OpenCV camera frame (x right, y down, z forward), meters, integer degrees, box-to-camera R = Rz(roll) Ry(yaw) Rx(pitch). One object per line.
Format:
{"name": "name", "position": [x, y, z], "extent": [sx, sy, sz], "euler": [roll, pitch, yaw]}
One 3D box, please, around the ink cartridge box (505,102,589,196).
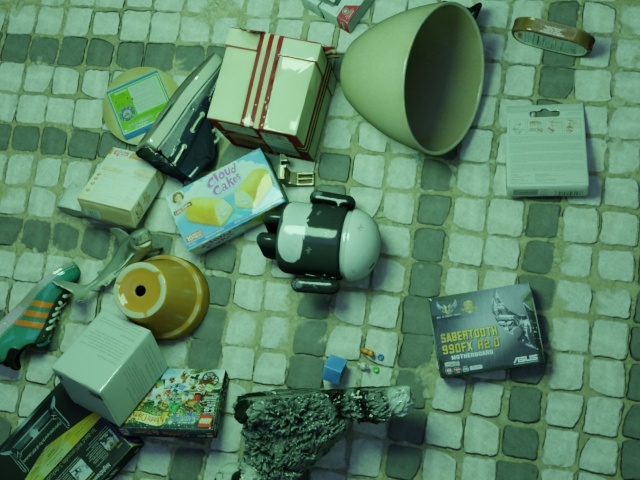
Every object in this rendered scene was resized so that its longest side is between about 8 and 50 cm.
{"name": "ink cartridge box", "position": [0.518, -0.208, 1.868], "extent": [0.181, 0.056, 0.224], "euler": [0, 61, 11]}

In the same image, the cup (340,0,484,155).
{"name": "cup", "position": [0.188, -0.373, 1.841], "extent": [0.237, 0.331, 0.331], "euler": [15, 82, 39]}

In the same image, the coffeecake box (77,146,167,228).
{"name": "coffeecake box", "position": [-0.480, -0.132, 1.979], "extent": [0.142, 0.068, 0.185], "euler": [14, 51, 12]}

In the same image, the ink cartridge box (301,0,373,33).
{"name": "ink cartridge box", "position": [0.040, -0.603, 2.011], "extent": [0.150, 0.063, 0.109], "euler": [34, 88, 14]}

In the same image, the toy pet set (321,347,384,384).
{"name": "toy pet set", "position": [0.069, 0.297, 1.843], "extent": [0.114, 0.065, 0.122], "euler": [19, 84, 13]}

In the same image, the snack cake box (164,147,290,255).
{"name": "snack cake box", "position": [-0.221, -0.091, 1.956], "extent": [0.264, 0.089, 0.152], "euler": [-27, 77, 5]}

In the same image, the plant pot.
{"name": "plant pot", "position": [-0.386, 0.125, 1.897], "extent": [0.205, 0.188, 0.205], "euler": [-2, 79, 10]}

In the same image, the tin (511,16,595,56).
{"name": "tin", "position": [0.535, -0.469, 1.871], "extent": [0.190, 0.106, 0.040], "euler": [19, 84, 14]}

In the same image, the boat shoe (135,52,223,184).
{"name": "boat shoe", "position": [-0.305, -0.295, 2.008], "extent": [0.158, 0.127, 0.340], "euler": [41, 68, -23]}

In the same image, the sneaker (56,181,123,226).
{"name": "sneaker", "position": [-0.555, -0.099, 2.032], "extent": [0.212, 0.080, 0.094], "euler": [15, 71, 14]}

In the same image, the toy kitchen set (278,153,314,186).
{"name": "toy kitchen set", "position": [-0.058, -0.171, 1.941], "extent": [0.075, 0.083, 0.068], "euler": [0, 81, 11]}

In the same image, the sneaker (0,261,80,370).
{"name": "sneaker", "position": [-0.685, 0.188, 1.995], "extent": [0.121, 0.108, 0.302], "euler": [44, 87, -1]}

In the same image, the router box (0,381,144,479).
{"name": "router box", "position": [-0.612, 0.511, 1.926], "extent": [0.243, 0.081, 0.309], "euler": [43, 90, 15]}

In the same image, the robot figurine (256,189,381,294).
{"name": "robot figurine", "position": [0.000, 0.003, 1.858], "extent": [0.278, 0.173, 0.209], "euler": [7, 105, 12]}

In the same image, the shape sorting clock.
{"name": "shape sorting clock", "position": [-0.454, -0.343, 2.069], "extent": [0.206, 0.040, 0.206], "euler": [-1, 79, 4]}

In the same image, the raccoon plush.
{"name": "raccoon plush", "position": [-0.019, 0.474, 1.728], "extent": [0.446, 0.216, 0.299], "euler": [-7, 84, 26]}

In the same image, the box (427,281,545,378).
{"name": "box", "position": [0.368, 0.202, 1.809], "extent": [0.231, 0.056, 0.183], "euler": [-9, 79, 9]}

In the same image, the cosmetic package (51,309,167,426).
{"name": "cosmetic package", "position": [-0.477, 0.290, 1.849], "extent": [0.151, 0.151, 0.183], "euler": [20, 54, 26]}

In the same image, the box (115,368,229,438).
{"name": "box", "position": [-0.340, 0.375, 1.880], "extent": [0.233, 0.044, 0.159], "euler": [-1, 48, 10]}

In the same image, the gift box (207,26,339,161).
{"name": "gift box", "position": [-0.098, -0.355, 1.891], "extent": [0.255, 0.276, 0.258], "euler": [13, 81, 7]}

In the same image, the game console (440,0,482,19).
{"name": "game console", "position": [0.316, -0.520, 1.942], "extent": [0.071, 0.107, 0.122], "euler": [26, 86, -14]}

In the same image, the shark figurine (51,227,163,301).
{"name": "shark figurine", "position": [-0.500, 0.034, 1.960], "extent": [0.278, 0.166, 0.116], "euler": [-37, 83, 16]}
